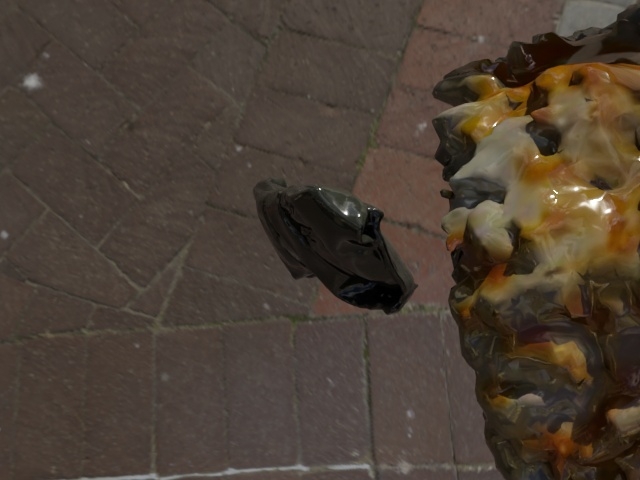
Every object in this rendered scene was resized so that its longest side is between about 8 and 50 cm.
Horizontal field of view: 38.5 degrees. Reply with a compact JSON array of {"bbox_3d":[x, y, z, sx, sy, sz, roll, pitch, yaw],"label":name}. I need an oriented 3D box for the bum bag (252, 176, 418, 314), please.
[{"bbox_3d":[0.000,0.000,0.864,0.080,0.326,0.142,-45,102,-6],"label":"bum bag"}]

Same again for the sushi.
[{"bbox_3d":[0.190,0.062,0.566,0.176,0.417,0.417,-10,72,15],"label":"sushi"}]
